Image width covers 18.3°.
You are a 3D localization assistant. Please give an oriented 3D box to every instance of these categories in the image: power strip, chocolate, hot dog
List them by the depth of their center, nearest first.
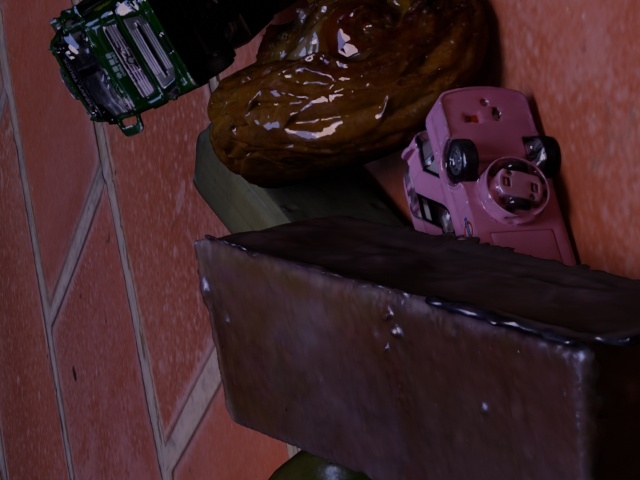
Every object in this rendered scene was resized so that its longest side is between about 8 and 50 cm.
[{"bbox_3d":[0.062,0.063,0.944,0.321,0.112,0.112,13,110,54],"label":"chocolate"},{"bbox_3d":[0.013,-0.099,1.189,0.160,0.099,0.227,-53,19,-23],"label":"hot dog"},{"bbox_3d":[0.000,0.000,1.269,0.387,0.092,0.066,-129,44,-58],"label":"power strip"}]

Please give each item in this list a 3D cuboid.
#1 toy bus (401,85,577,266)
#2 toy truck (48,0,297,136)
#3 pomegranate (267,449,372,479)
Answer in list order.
[{"bbox_3d":[0.097,0.020,1.055,0.090,0.063,0.203,123,139,-57],"label":"toy bus"},{"bbox_3d":[-0.091,-0.156,1.322,0.088,0.121,0.259,60,-152,-13],"label":"toy truck"},{"bbox_3d":[0.037,0.201,1.166,0.191,0.131,0.152,78,169,-51],"label":"pomegranate"}]
